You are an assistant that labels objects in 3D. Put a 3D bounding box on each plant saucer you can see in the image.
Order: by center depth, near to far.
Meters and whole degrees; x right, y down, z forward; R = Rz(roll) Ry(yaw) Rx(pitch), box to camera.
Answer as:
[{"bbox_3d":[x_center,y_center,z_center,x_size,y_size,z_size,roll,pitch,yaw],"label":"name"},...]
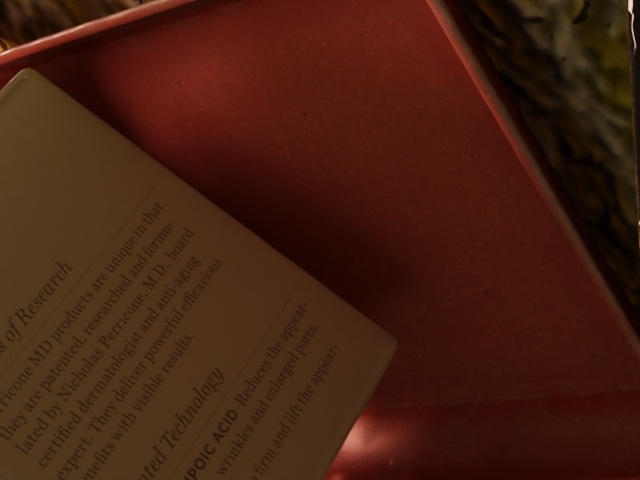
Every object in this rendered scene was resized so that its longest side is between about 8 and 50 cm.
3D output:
[{"bbox_3d":[0.000,0.000,0.611,0.258,0.047,0.259,-10,126,40],"label":"plant saucer"}]

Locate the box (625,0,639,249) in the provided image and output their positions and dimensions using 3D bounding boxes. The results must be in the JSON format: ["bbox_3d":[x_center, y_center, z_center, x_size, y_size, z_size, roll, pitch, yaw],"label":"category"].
[{"bbox_3d":[0.175,-0.107,0.243,0.257,0.079,0.322,10,116,40],"label":"box"}]

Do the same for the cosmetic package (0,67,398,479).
[{"bbox_3d":[-0.101,0.067,0.591,0.184,0.151,0.151,36,141,-4],"label":"cosmetic package"}]
